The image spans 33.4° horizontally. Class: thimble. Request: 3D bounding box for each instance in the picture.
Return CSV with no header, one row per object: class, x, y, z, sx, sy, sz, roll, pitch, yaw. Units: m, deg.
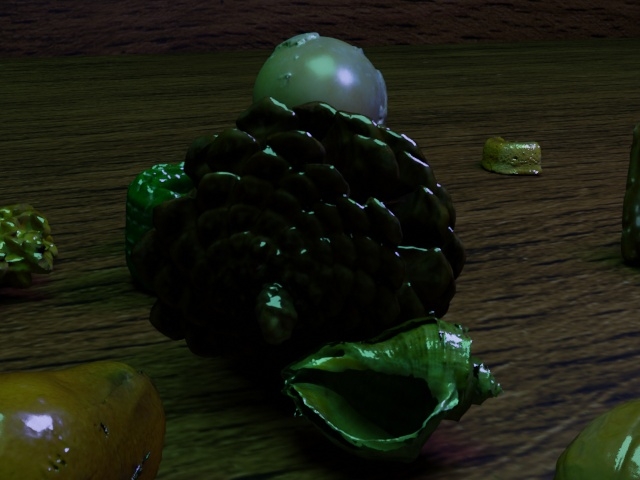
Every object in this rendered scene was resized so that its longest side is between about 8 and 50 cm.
thimble,-0.089,-0.010,0.857,0.130,0.090,0.118,-12,23,-35

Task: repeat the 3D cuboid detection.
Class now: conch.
conch,0.038,0.080,0.569,0.121,0.074,0.089,2,19,1

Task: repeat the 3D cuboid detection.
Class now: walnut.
walnut,0.165,0.105,0.528,0.091,0.052,0.121,10,16,39

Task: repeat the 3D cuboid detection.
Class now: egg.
egg,-0.002,-0.165,1.285,0.164,0.164,0.201,-4,11,-16

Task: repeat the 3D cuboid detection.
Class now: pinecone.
pinecone,0.000,0.002,0.676,0.185,0.169,0.212,15,3,14

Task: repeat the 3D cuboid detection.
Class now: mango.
mango,-0.118,0.105,0.450,0.084,0.105,0.159,41,16,20

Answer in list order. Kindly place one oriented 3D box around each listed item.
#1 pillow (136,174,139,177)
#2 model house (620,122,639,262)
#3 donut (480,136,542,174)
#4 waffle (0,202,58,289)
pillow,-0.036,-0.049,1.001,0.208,0.052,0.212,1,-1,15
model house,0.381,-0.068,0.910,0.229,0.200,0.219,7,4,6
donut,0.229,-0.105,1.296,0.067,0.038,0.083,-2,18,2
waffle,-0.333,0.008,0.863,0.231,0.051,0.228,-6,20,-20
